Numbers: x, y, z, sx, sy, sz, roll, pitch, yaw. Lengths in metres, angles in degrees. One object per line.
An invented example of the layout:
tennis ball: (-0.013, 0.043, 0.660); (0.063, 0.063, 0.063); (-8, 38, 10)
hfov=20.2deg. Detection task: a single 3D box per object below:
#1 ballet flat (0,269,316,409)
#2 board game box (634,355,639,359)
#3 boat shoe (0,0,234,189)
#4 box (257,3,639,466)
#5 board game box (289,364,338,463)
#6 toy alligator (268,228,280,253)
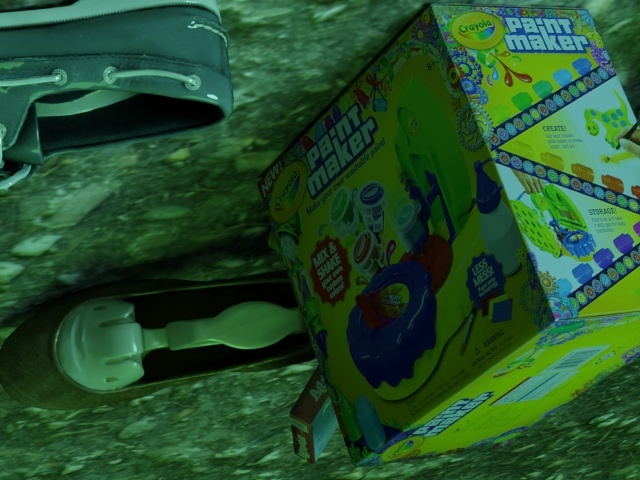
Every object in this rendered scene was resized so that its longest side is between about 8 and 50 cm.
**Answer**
ballet flat: (-0.134, 0.089, 1.672); (0.342, 0.116, 0.124); (-6, 177, -7)
board game box: (0.469, 0.090, 2.077); (0.347, 0.078, 0.233); (5, 167, 20)
boat shoe: (-0.213, -0.091, 1.229); (0.319, 0.099, 0.116); (-15, 159, -9)
box: (0.125, -0.001, 1.489); (0.177, 0.279, 0.290); (-3, 154, -36)
board game box: (0.054, 0.073, 1.717); (0.281, 0.027, 0.145); (-58, 169, -18)
toy alligator: (0.000, 0.000, 1.717); (0.051, 0.056, 0.190); (-66, 160, 0)
